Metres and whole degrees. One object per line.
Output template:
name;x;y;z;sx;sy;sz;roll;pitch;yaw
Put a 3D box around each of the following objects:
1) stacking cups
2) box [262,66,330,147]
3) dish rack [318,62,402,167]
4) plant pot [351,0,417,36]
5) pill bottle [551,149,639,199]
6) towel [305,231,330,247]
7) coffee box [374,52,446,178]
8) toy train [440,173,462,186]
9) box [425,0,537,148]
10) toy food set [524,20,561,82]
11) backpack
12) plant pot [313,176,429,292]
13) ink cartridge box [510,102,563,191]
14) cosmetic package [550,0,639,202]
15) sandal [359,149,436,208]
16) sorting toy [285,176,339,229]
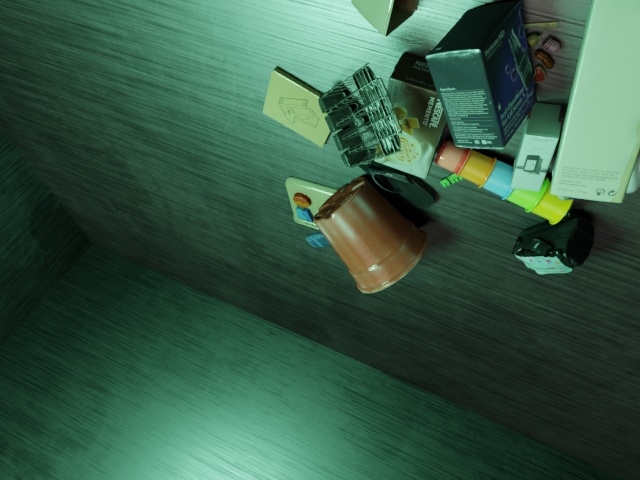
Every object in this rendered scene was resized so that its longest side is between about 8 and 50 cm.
stacking cups;0.425;-0.142;1.004;0.316;0.096;0.096;24;149;8
box;-0.054;-0.355;1.143;0.201;0.021;0.164;29;150;-3
dish rack;0.097;-0.273;0.946;0.208;0.074;0.271;64;160;-11
plant pot;0.118;-0.463;0.766;0.096;0.109;0.109;34;152;15
pill bottle;0.584;-0.146;0.850;0.187;0.112;0.112;-5;136;43
towel;0.000;0.000;1.628;0.067;0.029;0.119;43;146;-25
coffee box;0.217;-0.276;0.964;0.141;0.098;0.246;22;149;11
toy train;0.351;-0.165;1.107;0.023;0.017;0.083;48;146;-12
box;0.306;-0.300;0.785;0.108;0.153;0.207;18;152;46
toy food set;0.406;-0.343;0.788;0.078;0.019;0.122;10;145;28
backpack;0.586;0.019;1.073;0.115;0.152;0.182;44;159;-9
plant pot;0.137;-0.031;1.268;0.265;0.272;0.272;48;145;-16
ink cartridge box;0.453;-0.194;0.887;0.063;0.109;0.150;13;146;20
cosmetic package;0.467;-0.236;0.680;0.113;0.160;0.309;13;129;26
sandal;0.213;-0.167;1.176;0.254;0.054;0.097;32;149;-6
sorting toy;0.028;-0.094;1.450;0.307;0.041;0.229;18;148;17
